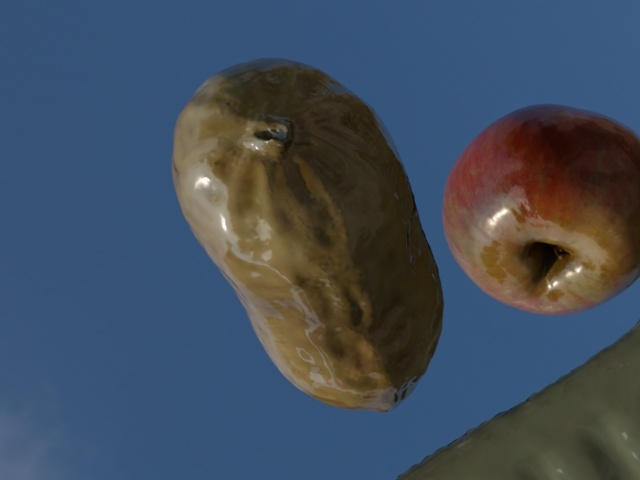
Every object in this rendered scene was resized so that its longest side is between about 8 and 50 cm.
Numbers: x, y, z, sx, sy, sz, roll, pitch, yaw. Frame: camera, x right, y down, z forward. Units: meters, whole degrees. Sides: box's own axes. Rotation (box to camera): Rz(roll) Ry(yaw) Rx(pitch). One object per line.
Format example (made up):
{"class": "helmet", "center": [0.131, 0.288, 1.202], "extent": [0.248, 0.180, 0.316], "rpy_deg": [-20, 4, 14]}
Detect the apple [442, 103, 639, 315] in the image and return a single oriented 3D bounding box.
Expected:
{"class": "apple", "center": [0.215, -0.029, 1.461], "extent": [0.209, 0.209, 0.164], "rpy_deg": [46, -141, -25]}

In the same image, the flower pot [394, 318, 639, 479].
{"class": "flower pot", "center": [0.119, 0.136, 0.568], "extent": [0.209, 0.239, 0.189], "rpy_deg": [-27, -102, -25]}

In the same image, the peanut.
{"class": "peanut", "center": [0.000, 0.000, 0.915], "extent": [0.129, 0.129, 0.224], "rpy_deg": [-47, -59, -33]}
